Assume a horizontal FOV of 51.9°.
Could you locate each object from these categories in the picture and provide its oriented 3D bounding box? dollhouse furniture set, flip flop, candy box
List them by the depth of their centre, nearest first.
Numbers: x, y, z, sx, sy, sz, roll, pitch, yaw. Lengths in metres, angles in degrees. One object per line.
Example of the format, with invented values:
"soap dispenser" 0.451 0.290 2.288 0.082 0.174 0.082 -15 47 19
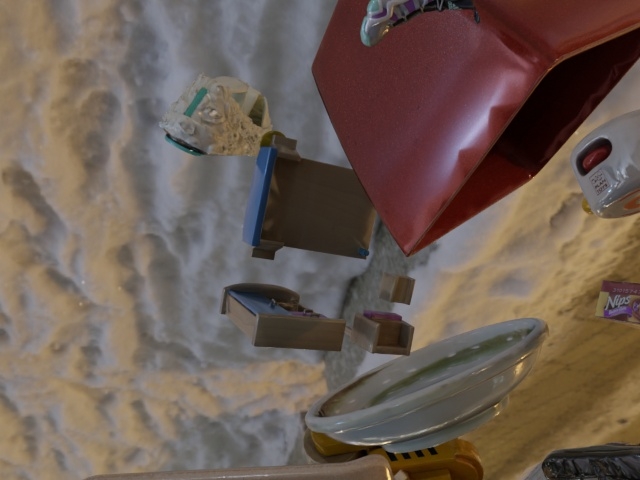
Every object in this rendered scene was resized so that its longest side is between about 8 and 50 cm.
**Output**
"flip flop" 0.382 0.286 0.784 0.080 0.112 0.277 -22 174 -25
"candy box" 0.441 0.095 0.788 0.187 0.053 0.109 17 175 -21
"dollhouse furniture set" 0.000 0.000 1.030 0.286 0.303 0.198 8 -174 -24

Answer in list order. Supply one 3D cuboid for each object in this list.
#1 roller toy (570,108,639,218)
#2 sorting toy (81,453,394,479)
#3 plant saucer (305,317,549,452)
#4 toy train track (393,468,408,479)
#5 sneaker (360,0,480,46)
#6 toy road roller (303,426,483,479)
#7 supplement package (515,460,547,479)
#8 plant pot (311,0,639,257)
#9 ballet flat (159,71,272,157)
"roller toy" 0.557 -0.127 1.168 0.209 0.146 0.191 -24 157 20
"sorting toy" -0.041 0.220 0.436 0.208 0.038 0.193 -10 114 11
"plant saucer" 0.176 0.239 1.027 0.400 0.100 0.400 -23 176 -2
"toy train track" 0.054 0.258 0.643 0.083 0.048 0.014 -52 161 13
"sneaker" 0.077 -0.163 0.449 0.069 0.038 0.098 37 112 4
"toy road roller" 0.141 0.449 1.247 0.330 0.240 0.202 -10 129 3
"supplement package" 0.408 0.558 1.277 0.203 0.149 0.194 -40 158 -13
"plant pot" 0.147 -0.188 0.691 0.267 0.236 0.267 -29 159 -37
"ballet flat" -0.145 -0.208 1.136 0.147 0.147 0.409 -17 -175 8
